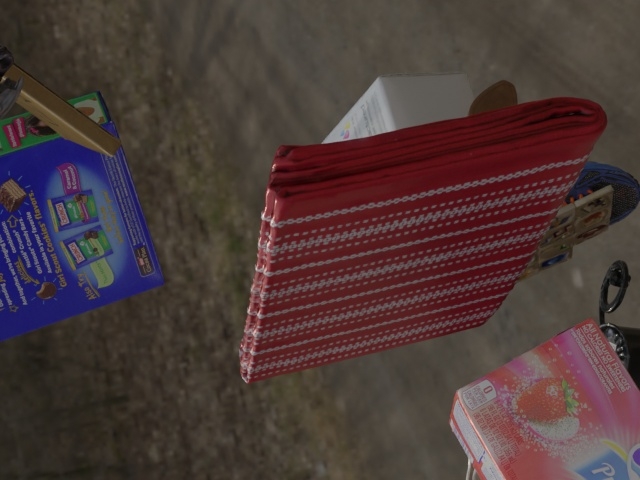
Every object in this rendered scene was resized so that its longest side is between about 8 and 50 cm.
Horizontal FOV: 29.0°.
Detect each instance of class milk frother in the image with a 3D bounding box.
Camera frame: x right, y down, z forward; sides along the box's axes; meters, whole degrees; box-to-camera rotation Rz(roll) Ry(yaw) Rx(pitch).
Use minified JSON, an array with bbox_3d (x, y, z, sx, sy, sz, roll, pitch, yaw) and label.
[{"bbox_3d":[0.392,0.107,1.473,0.129,0.135,0.143,-124,45,-54],"label":"milk frother"}]

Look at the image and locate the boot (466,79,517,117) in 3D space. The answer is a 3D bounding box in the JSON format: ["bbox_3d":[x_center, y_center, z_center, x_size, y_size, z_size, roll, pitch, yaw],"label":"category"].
[{"bbox_3d":[0.143,-0.084,1.159,0.042,0.118,0.087,29,148,6],"label":"boot"}]

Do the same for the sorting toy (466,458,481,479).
[{"bbox_3d":[0.183,0.230,1.297,0.045,0.075,0.083,28,122,45],"label":"sorting toy"}]

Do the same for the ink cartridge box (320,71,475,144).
[{"bbox_3d":[0.089,-0.040,1.537,0.306,0.131,0.226,-44,57,56],"label":"ink cartridge box"}]

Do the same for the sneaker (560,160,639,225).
[{"bbox_3d":[0.234,-0.021,1.295,0.087,0.221,0.083,-115,11,-65],"label":"sneaker"}]

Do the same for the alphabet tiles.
[{"bbox_3d":[0.175,0.018,1.211,0.198,0.237,0.009,61,-176,-69],"label":"alphabet tiles"}]

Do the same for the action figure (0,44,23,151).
[{"bbox_3d":[-0.295,-0.143,0.899,0.185,0.099,0.285,-51,-51,-81],"label":"action figure"}]

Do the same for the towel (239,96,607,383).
[{"bbox_3d":[0.049,0.007,0.769,0.275,0.199,0.031,105,150,-61],"label":"towel"}]

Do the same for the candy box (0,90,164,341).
[{"bbox_3d":[-0.404,-0.021,1.672,0.122,0.317,0.268,-126,20,-57],"label":"candy box"}]

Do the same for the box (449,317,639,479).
[{"bbox_3d":[0.246,0.239,1.074,0.300,0.142,0.154,60,175,18],"label":"box"}]

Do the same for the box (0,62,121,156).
[{"bbox_3d":[-0.301,-0.155,1.209,0.021,0.201,0.164,-57,29,-7],"label":"box"}]
